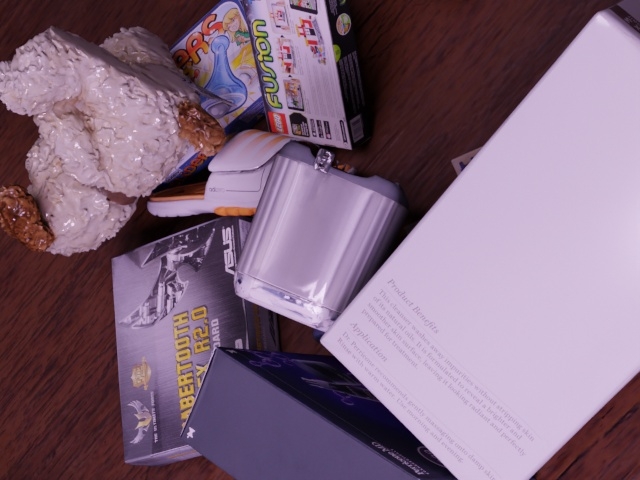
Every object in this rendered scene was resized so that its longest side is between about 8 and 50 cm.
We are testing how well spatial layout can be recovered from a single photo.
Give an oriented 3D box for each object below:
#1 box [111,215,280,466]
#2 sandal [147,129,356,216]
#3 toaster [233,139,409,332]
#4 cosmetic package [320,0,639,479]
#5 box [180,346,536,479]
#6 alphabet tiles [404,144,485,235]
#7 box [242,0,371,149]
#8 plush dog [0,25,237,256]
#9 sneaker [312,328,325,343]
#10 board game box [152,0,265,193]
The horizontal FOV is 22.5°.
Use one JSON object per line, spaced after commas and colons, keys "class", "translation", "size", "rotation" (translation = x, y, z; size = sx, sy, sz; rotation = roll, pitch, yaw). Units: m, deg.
{"class": "box", "translation": [-0.130, 0.106, 1.682], "size": [0.183, 0.056, 0.231], "rotation": [-18, 68, 33]}
{"class": "sandal", "translation": [-0.087, -0.072, 1.655], "size": [0.265, 0.102, 0.076], "rotation": [-4, 106, 38]}
{"class": "toaster", "translation": [0.000, 0.000, 1.458], "size": [0.129, 0.227, 0.146], "rotation": [22, 89, 4]}
{"class": "cosmetic package", "translation": [0.204, 0.009, 1.305], "size": [0.217, 0.156, 0.385], "rotation": [46, 118, 8]}
{"class": "box", "translation": [0.032, 0.196, 1.448], "size": [0.261, 0.184, 0.103], "rotation": [29, 105, 38]}
{"class": "alphabet tiles", "translation": [0.188, 0.005, 1.424], "size": [0.237, 0.009, 0.198], "rotation": [-23, 94, 38]}
{"class": "box", "translation": [-0.018, -0.197, 1.609], "size": [0.114, 0.036, 0.207], "rotation": [13, 125, 39]}
{"class": "plush dog", "translation": [-0.226, -0.082, 1.672], "size": [0.210, 0.262, 0.225], "rotation": [39, 111, 14]}
{"class": "sneaker", "translation": [0.053, 0.057, 1.559], "size": [0.144, 0.053, 0.059], "rotation": [-29, 58, 23]}
{"class": "board game box", "translation": [-0.130, -0.160, 1.762], "size": [0.201, 0.035, 0.136], "rotation": [-39, 58, 24]}
